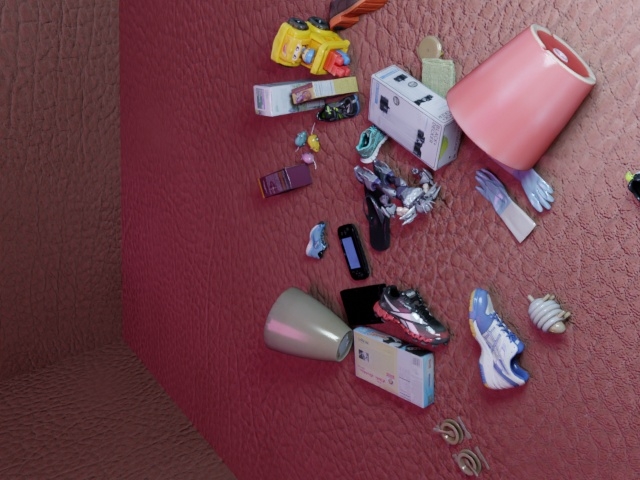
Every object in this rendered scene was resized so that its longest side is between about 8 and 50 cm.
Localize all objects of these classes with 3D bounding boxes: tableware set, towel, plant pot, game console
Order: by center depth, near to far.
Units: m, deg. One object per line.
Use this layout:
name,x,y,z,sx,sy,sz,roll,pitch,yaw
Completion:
plant pot,0.471,-0.340,1.464,0.275,0.275,0.243,56,130,19
towel,0.328,-0.429,1.752,0.110,0.027,0.148,23,133,42
tableware set,0.445,0.673,2.049,0.194,0.039,0.128,60,140,14
game console,0.128,0.120,2.213,0.213,0.044,0.361,-16,91,51
plant pot,-0.026,0.339,2.349,0.274,0.256,0.256,21,121,27

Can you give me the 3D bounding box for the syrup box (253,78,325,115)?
syrup box,-0.101,-0.475,2.097,0.096,0.237,0.093,20,120,45

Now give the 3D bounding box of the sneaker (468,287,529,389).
sneaker,0.507,0.272,1.789,0.131,0.112,0.296,-11,97,34

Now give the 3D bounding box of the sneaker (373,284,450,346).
sneaker,0.295,0.230,2.009,0.276,0.098,0.135,30,116,32

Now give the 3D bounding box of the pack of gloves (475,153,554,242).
pack of gloves,0.512,-0.140,1.665,0.232,0.046,0.195,56,151,23

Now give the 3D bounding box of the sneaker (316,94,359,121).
sneaker,0.056,-0.421,2.058,0.188,0.078,0.067,-11,96,51

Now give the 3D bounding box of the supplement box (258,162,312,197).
supplement box,-0.132,-0.219,2.342,0.188,0.104,0.080,-13,95,52

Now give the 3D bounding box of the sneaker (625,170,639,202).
sneaker,0.744,-0.060,1.356,0.234,0.097,0.084,51,137,24

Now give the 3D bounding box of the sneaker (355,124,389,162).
sneaker,0.161,-0.320,1.927,0.065,0.076,0.166,20,81,35

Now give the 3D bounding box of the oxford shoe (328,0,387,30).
oxford shoe,0.109,-0.715,1.870,0.271,0.097,0.098,-12,89,52

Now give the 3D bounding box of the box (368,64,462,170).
box,0.265,-0.350,1.793,0.290,0.087,0.169,44,151,30

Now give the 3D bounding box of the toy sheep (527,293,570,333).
toy sheep,0.589,0.191,1.655,0.132,0.091,0.091,58,142,38

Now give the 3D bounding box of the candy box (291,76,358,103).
candy box,0.014,-0.473,2.000,0.109,0.187,0.053,-2,102,51

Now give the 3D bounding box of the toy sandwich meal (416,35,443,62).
toy sandwich meal,0.305,-0.526,1.759,0.086,0.029,0.085,20,119,41

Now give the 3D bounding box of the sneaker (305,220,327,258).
sneaker,0.000,0.000,2.321,0.073,0.063,0.162,28,131,20

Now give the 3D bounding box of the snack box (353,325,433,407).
snack box,0.246,0.426,2.175,0.322,0.060,0.187,16,116,46

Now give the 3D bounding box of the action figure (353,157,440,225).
action figure,0.231,-0.151,1.890,0.285,0.185,0.099,37,155,42

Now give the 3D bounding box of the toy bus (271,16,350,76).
toy bus,-0.011,-0.580,1.974,0.211,0.220,0.149,43,129,23

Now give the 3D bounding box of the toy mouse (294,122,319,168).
toy mouse,-0.059,-0.330,2.269,0.143,0.031,0.160,-2,103,51

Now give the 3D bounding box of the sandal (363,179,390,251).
sandal,0.180,-0.085,2.058,0.097,0.055,0.254,6,109,49
